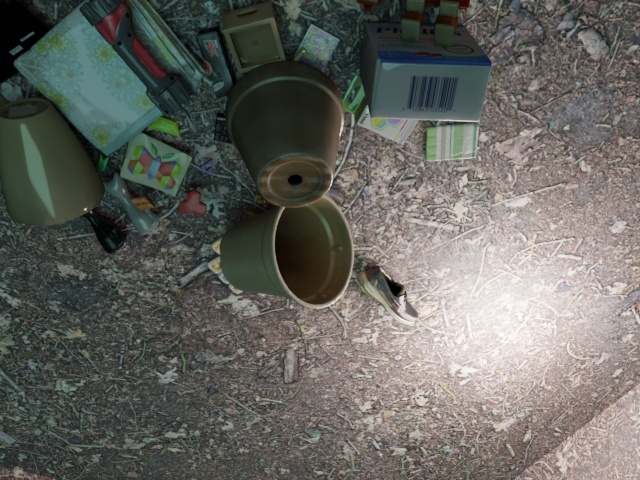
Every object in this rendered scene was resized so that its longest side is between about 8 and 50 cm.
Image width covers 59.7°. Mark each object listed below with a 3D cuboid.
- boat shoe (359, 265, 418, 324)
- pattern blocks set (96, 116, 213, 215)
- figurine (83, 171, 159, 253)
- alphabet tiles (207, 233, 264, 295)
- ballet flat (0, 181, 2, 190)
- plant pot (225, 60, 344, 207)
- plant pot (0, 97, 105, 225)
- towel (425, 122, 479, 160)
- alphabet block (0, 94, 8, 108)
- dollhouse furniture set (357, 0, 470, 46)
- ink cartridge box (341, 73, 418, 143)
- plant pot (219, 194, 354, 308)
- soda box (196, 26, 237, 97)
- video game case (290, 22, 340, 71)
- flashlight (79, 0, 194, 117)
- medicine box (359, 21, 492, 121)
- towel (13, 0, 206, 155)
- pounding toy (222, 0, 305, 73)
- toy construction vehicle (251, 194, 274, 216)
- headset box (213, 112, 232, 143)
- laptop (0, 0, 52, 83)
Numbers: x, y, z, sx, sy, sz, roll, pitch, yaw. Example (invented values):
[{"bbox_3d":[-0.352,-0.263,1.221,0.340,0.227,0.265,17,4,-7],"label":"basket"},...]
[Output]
[{"bbox_3d":[0.257,0.191,1.945,0.092,0.102,0.285,-36,114,27],"label":"boat shoe"},{"bbox_3d":[-0.474,-0.215,1.609,0.325,0.026,0.285,10,110,-8],"label":"pattern blocks set"},{"bbox_3d":[-0.632,-0.091,1.705,0.215,0.092,0.209,-27,119,15],"label":"figurine"},{"bbox_3d":[-0.228,0.071,1.880,0.278,0.021,0.284,-29,123,17],"label":"alphabet tiles"},{"bbox_3d":[-0.907,-0.223,1.612,0.213,0.072,0.068,-39,91,22],"label":"ballet flat"},{"bbox_3d":[-0.082,-0.250,1.447,0.323,0.280,0.323,-6,140,-5],"label":"plant pot"},{"bbox_3d":[-0.736,-0.222,1.471,0.257,0.256,0.274,-2,129,-2],"label":"plant pot"},{"bbox_3d":[0.386,-0.292,1.648,0.152,0.023,0.113,-3,124,2],"label":"towel"},{"bbox_3d":[-0.957,-0.329,1.447,0.193,0.192,0.197,-23,125,11],"label":"alphabet block"},{"bbox_3d":[0.222,-0.591,1.302,0.259,0.262,0.135,11,171,10],"label":"dollhouse furniture set"},{"bbox_3d":[0.166,-0.363,1.555,0.209,0.062,0.109,21,123,-17],"label":"ink cartridge box"},{"bbox_3d":[-0.123,0.038,1.645,0.306,0.333,0.334,-8,133,42],"label":"plant pot"},{"bbox_3d":[-0.270,-0.465,1.464,0.060,0.053,0.168,-11,125,5],"label":"soda box"},{"bbox_3d":[-0.016,-0.499,1.478,0.087,0.011,0.122,23,122,-19],"label":"video game case"},{"bbox_3d":[-0.426,-0.451,1.332,0.103,0.103,0.304,-18,126,35],"label":"flashlight"},{"bbox_3d":[0.244,-0.422,1.375,0.264,0.289,0.149,1,128,-4],"label":"medicine box"},{"bbox_3d":[-0.528,-0.437,1.431,0.374,0.090,0.320,-33,116,13],"label":"towel"},{"bbox_3d":[-0.132,-0.495,1.431,0.181,0.094,0.206,-13,142,4],"label":"pounding toy"},{"bbox_3d":[-0.163,-0.103,1.746,0.098,0.035,0.085,9,125,-10],"label":"toy construction vehicle"},{"bbox_3d":[-0.267,-0.321,1.582,0.062,0.032,0.083,8,125,-9],"label":"headset box"},{"bbox_3d":[-0.827,-0.565,1.388,0.234,0.136,0.264,-25,149,15],"label":"laptop"}]
